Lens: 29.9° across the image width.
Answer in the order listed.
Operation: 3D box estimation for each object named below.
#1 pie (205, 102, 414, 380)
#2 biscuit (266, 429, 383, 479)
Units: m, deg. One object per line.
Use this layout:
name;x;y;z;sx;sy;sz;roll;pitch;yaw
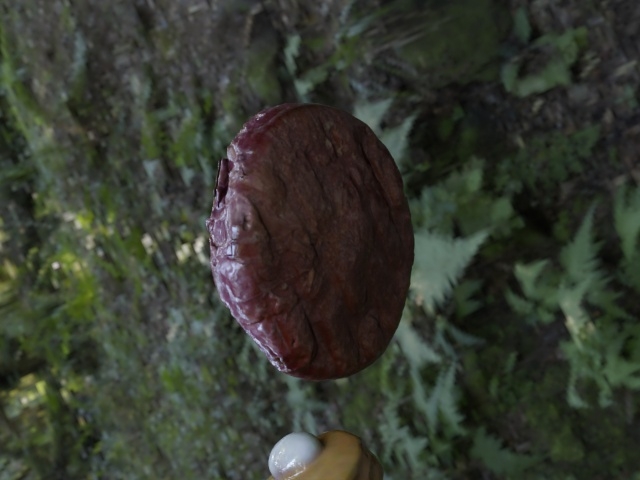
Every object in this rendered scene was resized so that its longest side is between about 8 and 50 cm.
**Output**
pie;0.000;0.000;0.757;0.049;0.182;0.182;-7;115;38
biscuit;-0.041;0.171;0.554;0.047;0.216;0.339;51;158;-18
